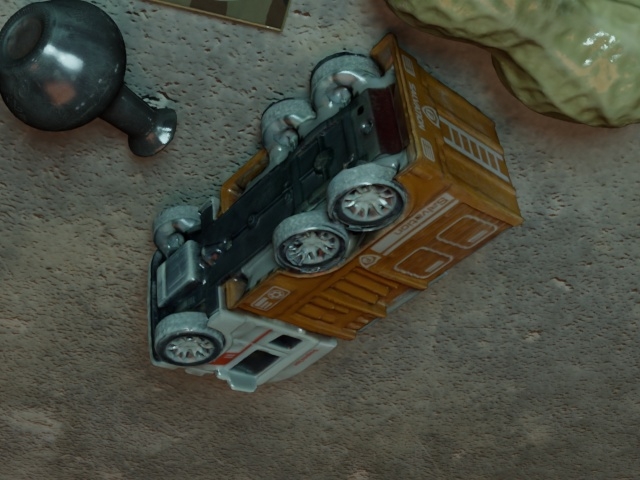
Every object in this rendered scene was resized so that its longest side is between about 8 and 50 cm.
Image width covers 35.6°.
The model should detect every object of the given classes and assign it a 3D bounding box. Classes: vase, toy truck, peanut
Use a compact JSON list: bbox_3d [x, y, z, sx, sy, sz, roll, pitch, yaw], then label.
[{"bbox_3d":[-0.202,-0.137,0.900,0.120,0.120,0.183,-21,149,24],"label":"vase"},{"bbox_3d":[0.000,0.000,0.986,0.207,0.173,0.387,25,132,-35],"label":"toy truck"},{"bbox_3d":[0.172,-0.181,0.813,0.298,0.120,0.136,26,129,-20],"label":"peanut"}]

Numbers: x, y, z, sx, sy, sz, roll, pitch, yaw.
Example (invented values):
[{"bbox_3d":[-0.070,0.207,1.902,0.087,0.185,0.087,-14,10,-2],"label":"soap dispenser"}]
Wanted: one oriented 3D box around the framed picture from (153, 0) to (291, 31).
[{"bbox_3d":[-0.074,-0.266,0.813,0.136,0.010,0.201,11,137,-10],"label":"framed picture"}]
